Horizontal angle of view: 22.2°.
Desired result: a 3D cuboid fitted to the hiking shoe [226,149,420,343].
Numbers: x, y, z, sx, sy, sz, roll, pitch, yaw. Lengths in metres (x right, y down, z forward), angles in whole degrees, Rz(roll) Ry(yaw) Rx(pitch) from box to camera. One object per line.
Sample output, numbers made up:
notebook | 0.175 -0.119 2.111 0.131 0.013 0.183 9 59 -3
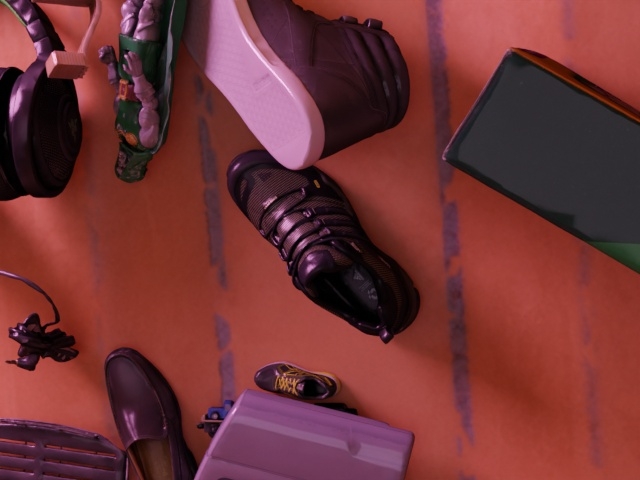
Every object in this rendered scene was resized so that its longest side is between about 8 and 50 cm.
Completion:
hiking shoe | 0.000 0.000 1.497 0.227 0.114 0.086 43 100 4

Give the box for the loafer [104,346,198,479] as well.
loafer | -0.165 0.183 1.570 0.062 0.061 0.170 -26 90 12

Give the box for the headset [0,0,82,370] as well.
headset | -0.328 -0.071 1.561 0.243 0.185 0.394 -23 76 7

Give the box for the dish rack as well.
dish rack | -0.287 0.314 1.599 0.208 0.074 0.271 6 96 9

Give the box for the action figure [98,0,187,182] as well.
action figure | -0.167 -0.167 1.521 0.064 0.137 0.232 -2 104 -29

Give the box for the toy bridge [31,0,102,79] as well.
toy bridge | -0.239 -0.233 1.527 0.026 0.063 0.188 -49 49 47

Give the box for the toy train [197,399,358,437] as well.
toy train | -0.041 0.171 1.565 0.158 0.027 0.036 -2 92 10

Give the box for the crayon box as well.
crayon box | 0.272 -0.034 1.320 0.313 0.363 0.106 32 100 6

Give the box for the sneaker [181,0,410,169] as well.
sneaker | -0.028 -0.189 1.502 0.295 0.147 0.104 56 141 28

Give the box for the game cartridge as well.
game cartridge | -0.039 0.296 1.545 0.196 0.060 0.294 14 103 6

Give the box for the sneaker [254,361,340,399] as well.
sneaker | -0.024 0.134 1.554 0.083 0.035 0.031 4 95 10
